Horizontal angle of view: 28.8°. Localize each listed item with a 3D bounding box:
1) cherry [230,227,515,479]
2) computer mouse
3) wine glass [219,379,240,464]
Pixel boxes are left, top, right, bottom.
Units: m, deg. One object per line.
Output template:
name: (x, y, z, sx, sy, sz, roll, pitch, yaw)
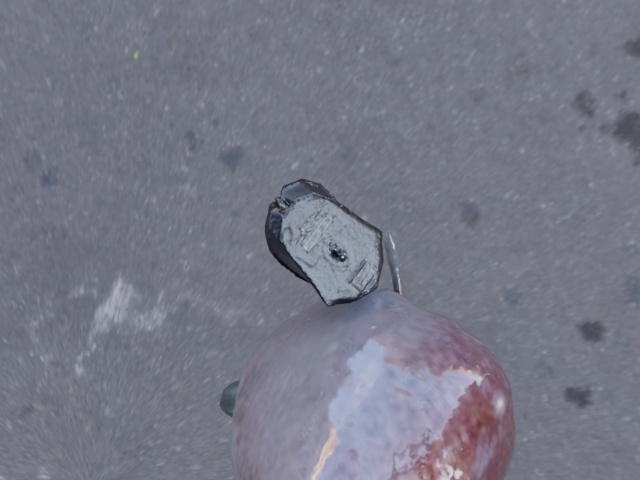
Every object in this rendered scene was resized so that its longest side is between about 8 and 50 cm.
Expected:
cherry: (0.040, 0.212, 1.403, 0.335, 0.291, 0.326, -34, 44, -26)
computer mouse: (0.000, 0.000, 1.308, 0.099, 0.057, 0.172, -51, 124, -7)
wine glass: (-0.085, 0.300, 1.795, 0.093, 0.093, 0.202, -16, 125, -13)
